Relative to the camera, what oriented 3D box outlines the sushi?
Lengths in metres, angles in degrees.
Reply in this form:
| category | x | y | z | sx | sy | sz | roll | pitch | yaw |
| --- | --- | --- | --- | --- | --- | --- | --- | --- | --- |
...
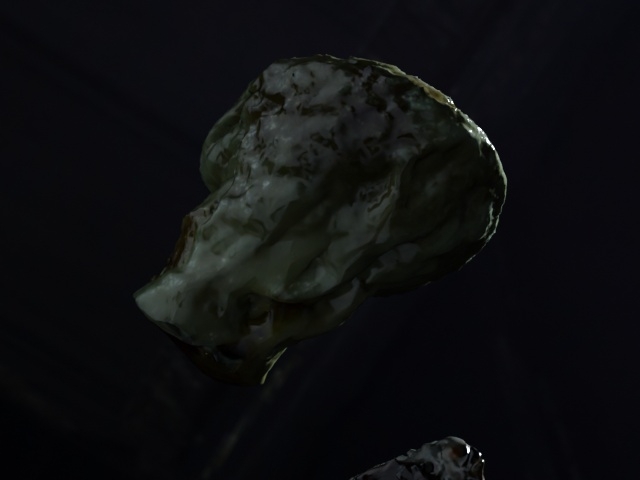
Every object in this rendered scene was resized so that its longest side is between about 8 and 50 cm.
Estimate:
| category | x | y | z | sx | sy | sz | roll | pitch | yaw |
| --- | --- | --- | --- | --- | --- | --- | --- | --- | --- |
| sushi | 0.063 | 0.169 | 1.153 | 0.094 | 0.084 | 0.098 | -19 | 161 | 5 |

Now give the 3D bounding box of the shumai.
| category | x | y | z | sx | sy | sz | roll | pitch | yaw |
| --- | --- | --- | --- | --- | --- | --- | --- | --- | --- |
| shumai | 0.000 | 0.000 | 1.445 | 0.272 | 0.222 | 0.203 | -34 | -156 | 42 |
